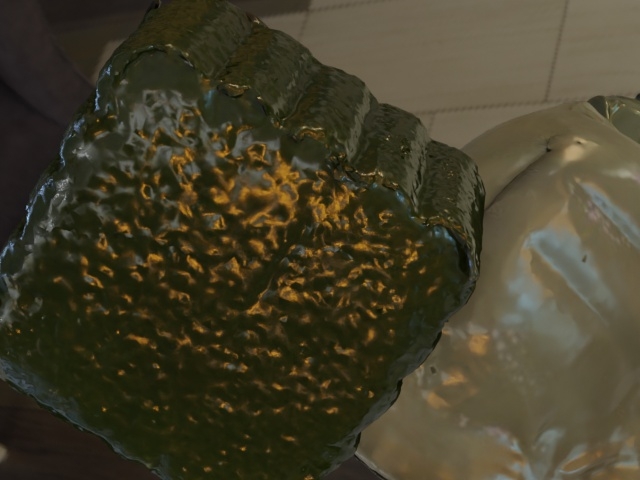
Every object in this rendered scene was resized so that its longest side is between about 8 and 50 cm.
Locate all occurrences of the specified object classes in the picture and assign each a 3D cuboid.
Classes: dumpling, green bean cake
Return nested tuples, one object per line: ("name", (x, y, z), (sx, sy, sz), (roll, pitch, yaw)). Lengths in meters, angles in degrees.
("dumpling", (0.192, 0.065, 0.888), (0.315, 0.233, 0.395), (44, 61, 10))
("green bean cake", (-0.053, 0.012, 0.673), (0.250, 0.247, 0.156), (-56, 7, 24))

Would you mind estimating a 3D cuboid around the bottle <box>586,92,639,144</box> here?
("bottle", (0.332, -0.029, 1.360), (0.351, 0.229, 0.229), (-48, 47, -4))
